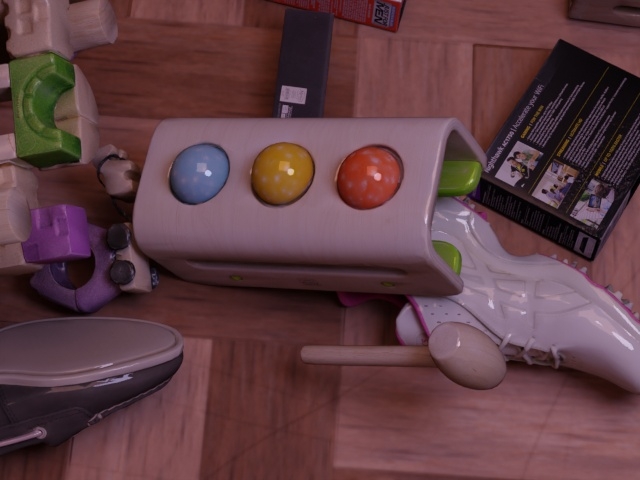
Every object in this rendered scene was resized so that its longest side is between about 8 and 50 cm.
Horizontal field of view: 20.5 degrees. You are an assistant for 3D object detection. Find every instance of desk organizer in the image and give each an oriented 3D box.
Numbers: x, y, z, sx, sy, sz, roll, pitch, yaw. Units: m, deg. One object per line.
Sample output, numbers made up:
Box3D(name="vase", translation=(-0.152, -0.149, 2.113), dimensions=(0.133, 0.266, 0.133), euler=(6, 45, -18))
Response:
Box3D(name="desk organizer", translation=(-0.017, -0.147, 1.647), dimensions=(0.047, 0.050, 0.130), euler=(6, 61, 0))

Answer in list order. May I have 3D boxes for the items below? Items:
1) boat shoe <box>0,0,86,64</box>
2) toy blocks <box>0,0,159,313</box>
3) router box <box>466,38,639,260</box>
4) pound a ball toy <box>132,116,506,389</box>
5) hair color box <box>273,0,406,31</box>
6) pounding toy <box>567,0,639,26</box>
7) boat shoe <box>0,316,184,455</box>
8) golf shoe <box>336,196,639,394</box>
Box3D(name="boat shoe", translation=(-0.352, -0.192, 1.618), dimensions=(0.285, 0.104, 0.089), euler=(-13, 47, -33))
Box3D(name="toy blocks", translation=(-0.320, -0.083, 1.457), dimensions=(0.260, 0.309, 0.288), euler=(-10, 79, 15))
Box3D(name="router box", translation=(0.236, -0.086, 1.630), dimensions=(0.133, 0.046, 0.179), euler=(29, 63, 13))
Box3D(name="pound a ball toy", translation=(0.000, 0.000, 1.456), dimensions=(0.319, 0.136, 0.208), euler=(2, 69, 28))
Box3D(name="hair color box", translation=(0.007, -0.270, 1.715), dimensions=(0.167, 0.053, 0.093), euler=(15, 61, 4))
Box3D(name="pounding toy", translation=(0.334, -0.238, 1.698), dimensions=(0.181, 0.094, 0.206), euler=(7, 70, -5))
Box3D(name="boat shoe", translation=(-0.276, 0.139, 1.468), dimensions=(0.335, 0.095, 0.112), euler=(-10, 27, -12))
Box3D(name="golf shoe", translation=(0.148, 0.064, 1.518), dimensions=(0.306, 0.115, 0.140), euler=(31, 72, 22))
